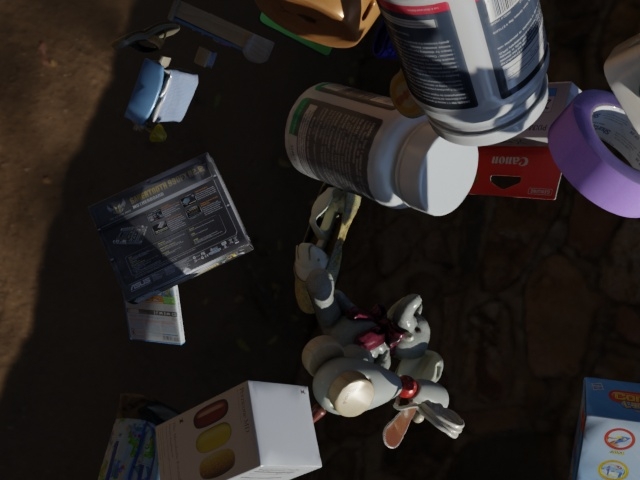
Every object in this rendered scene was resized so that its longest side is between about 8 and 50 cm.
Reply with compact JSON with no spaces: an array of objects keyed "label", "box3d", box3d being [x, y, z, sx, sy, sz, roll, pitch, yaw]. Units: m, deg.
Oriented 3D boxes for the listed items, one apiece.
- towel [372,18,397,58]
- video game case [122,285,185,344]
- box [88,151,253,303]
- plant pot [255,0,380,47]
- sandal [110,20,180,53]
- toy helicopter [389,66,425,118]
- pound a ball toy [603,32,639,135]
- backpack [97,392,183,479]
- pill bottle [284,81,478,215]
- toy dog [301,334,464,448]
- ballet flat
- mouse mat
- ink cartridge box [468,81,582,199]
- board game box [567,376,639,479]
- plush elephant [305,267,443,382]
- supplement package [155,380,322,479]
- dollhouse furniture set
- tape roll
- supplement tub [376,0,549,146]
[{"label":"towel","box3d":[0.261,-0.493,1.735,0.308,0.076,0.228,-12,134,-46]},{"label":"video game case","box3d":[-0.308,0.105,1.453,0.015,0.119,0.166,-31,120,-59]},{"label":"box","box3d":[-0.257,-0.020,1.373,0.056,0.231,0.183,73,-9,-79]},{"label":"plant pot","box3d":[0.013,-0.473,1.398,0.291,0.290,0.204,27,83,-51]},{"label":"sandal","box3d":[-0.351,-0.403,1.619,0.180,0.072,0.049,-41,110,-53]},{"label":"toy helicopter","box3d":[0.176,-0.333,1.210,0.140,0.235,0.355,-32,145,-33]},{"label":"pound a ball toy","box3d":[0.568,-0.224,1.040,0.208,0.319,0.136,55,41,-12]},{"label":"backpack","box3d":[-0.308,0.519,1.546,0.290,0.273,0.356,42,64,-38]},{"label":"pill bottle","box3d":[0.115,-0.181,1.574,0.204,0.361,0.204,-21,122,-37]},{"label":"toy dog","box3d":[0.096,0.320,1.559,0.333,0.220,0.161,28,104,-13]},{"label":"ballet flat","box3d":[0.000,0.000,1.937,0.123,0.123,0.349,36,70,-48]},{"label":"mouse mat","box3d":[-0.036,-0.522,1.821,0.189,0.007,0.153,24,79,-17]},{"label":"ink cartridge box","box3d":[0.442,-0.236,1.874,0.066,0.296,0.261,24,80,-41]},{"label":"board game box","box3d":[0.536,0.366,1.204,0.086,0.308,0.302,-64,156,-55]},{"label":"plush elephant","box3d":[0.144,0.215,1.826,0.330,0.255,0.272,77,-12,-49]},{"label":"supplement package","box3d":[-0.137,0.330,1.288,0.133,0.244,0.139,16,52,-44]},{"label":"dollhouse furniture set","box3d":[-0.255,-0.350,1.817,0.303,0.198,0.286,-65,169,12]},{"label":"tape roll","box3d":[0.606,-0.181,1.637,0.274,0.090,0.275,16,48,-18]},{"label":"supplement tub","box3d":[0.184,-0.273,1.016,0.191,0.191,0.272,-66,145,-30]}]
